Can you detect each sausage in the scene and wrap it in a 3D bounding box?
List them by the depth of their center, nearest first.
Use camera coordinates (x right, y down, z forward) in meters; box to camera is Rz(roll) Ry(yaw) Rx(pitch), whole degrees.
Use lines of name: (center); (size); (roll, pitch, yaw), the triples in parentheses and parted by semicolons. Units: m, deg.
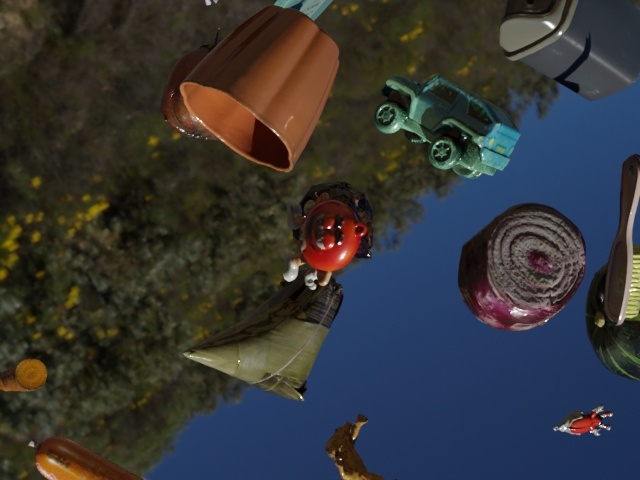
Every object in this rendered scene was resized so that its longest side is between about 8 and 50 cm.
sausage: (-0.437, 0.472, 2.001); (0.093, 0.312, 0.093); (-62, 177, -5)

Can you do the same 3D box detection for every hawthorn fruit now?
hawthorn fruit: (-0.229, -0.322, 2.109); (0.181, 0.181, 0.235); (14, -93, 69)

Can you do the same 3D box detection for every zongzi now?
zongzi: (-0.116, 0.166, 2.165); (0.154, 0.317, 0.289); (17, -99, 44)

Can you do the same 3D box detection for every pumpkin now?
pumpkin: (0.769, 0.179, 2.429); (0.241, 0.323, 0.323); (4, -173, -16)

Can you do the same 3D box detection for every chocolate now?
chocolate: (0.075, -0.036, 2.623); (0.206, 0.224, 0.177); (-55, -146, -7)

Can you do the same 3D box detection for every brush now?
brush: (0.546, -0.001, 1.785); (0.067, 0.312, 0.072); (-5, -160, -17)

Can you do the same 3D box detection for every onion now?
onion: (0.468, 0.075, 2.493); (0.336, 0.282, 0.260); (-52, -177, -27)

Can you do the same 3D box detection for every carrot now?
carrot: (-0.548, 0.248, 1.835); (0.057, 0.057, 0.224); (-35, -172, -31)

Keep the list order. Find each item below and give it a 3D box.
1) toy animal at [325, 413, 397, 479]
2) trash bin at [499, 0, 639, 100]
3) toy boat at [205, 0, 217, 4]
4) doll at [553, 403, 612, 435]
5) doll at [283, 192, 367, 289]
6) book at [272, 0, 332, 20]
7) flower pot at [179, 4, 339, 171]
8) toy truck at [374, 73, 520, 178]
toy animal: (0.082, 0.497, 2.173); (0.114, 0.255, 0.116); (-16, 148, -20)
trash bin: (0.469, -0.408, 1.923); (0.182, 0.290, 0.209); (-21, -133, 55)
toy boat: (-0.192, -0.511, 1.578); (0.072, 0.219, 0.318); (18, 178, 25)
doll: (0.468, 0.324, 1.826); (0.114, 0.057, 0.039); (-5, -130, -12)
doll: (0.000, 0.000, 1.882); (0.085, 0.183, 0.217); (8, 175, -38)
book: (-0.020, -0.510, 2.130); (0.264, 0.031, 0.379); (-35, 178, -44)
flower pot: (-0.067, -0.215, 1.387); (0.173, 0.191, 0.191); (-54, -158, -14)
toy truck: (0.246, -0.233, 2.012); (0.155, 0.279, 0.156); (10, 114, -56)
